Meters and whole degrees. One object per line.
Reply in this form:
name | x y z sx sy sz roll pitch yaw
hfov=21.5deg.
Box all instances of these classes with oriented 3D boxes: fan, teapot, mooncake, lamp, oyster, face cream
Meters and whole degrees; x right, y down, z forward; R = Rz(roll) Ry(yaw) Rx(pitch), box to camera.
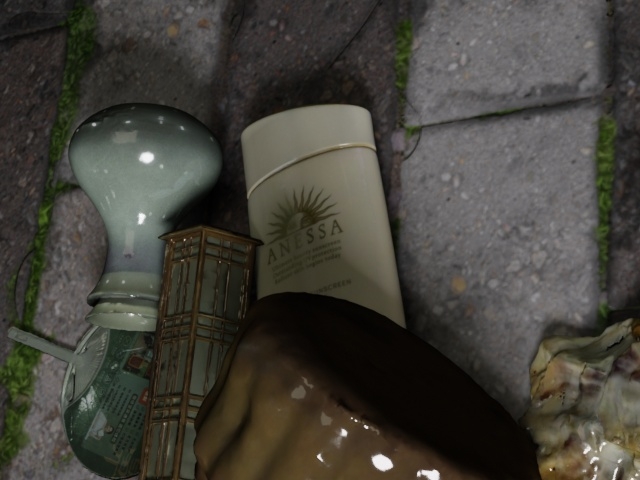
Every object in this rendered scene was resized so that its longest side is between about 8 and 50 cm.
fan | -0.234 0.135 1.977 0.223 0.012 0.294 -42 53 7
teapot | -0.207 -0.025 1.947 0.183 0.183 0.251 -5 74 30
mooncake | 0.037 0.200 1.577 0.324 0.324 0.187 45 111 38
lamp | -0.135 0.149 1.822 0.089 0.090 0.325 -14 67 51
oyster | 0.325 0.170 1.561 0.354 0.107 0.201 9 76 34
face cream | 0.000 0.000 1.855 0.173 0.081 0.349 -23 57 26
